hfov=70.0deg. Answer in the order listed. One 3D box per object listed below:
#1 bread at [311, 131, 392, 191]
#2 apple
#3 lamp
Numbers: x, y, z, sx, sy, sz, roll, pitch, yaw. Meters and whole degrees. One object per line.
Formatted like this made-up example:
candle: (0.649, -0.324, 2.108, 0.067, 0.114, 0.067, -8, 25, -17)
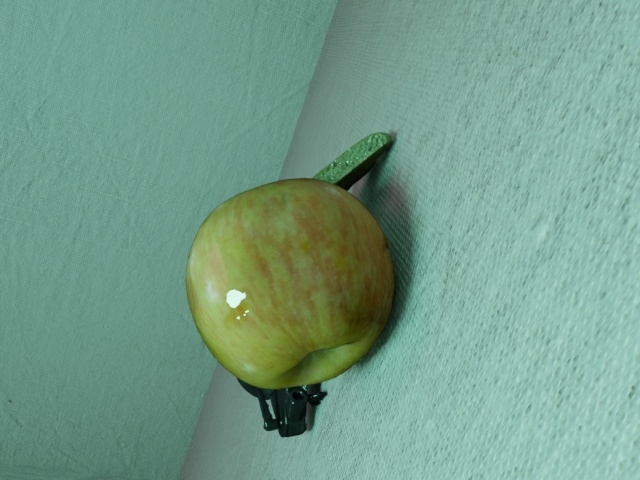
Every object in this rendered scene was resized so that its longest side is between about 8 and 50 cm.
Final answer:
bread: (0.042, -0.145, 1.078, 0.286, 0.056, 0.207, -38, -6, -20)
apple: (-0.051, 0.080, 0.846, 0.391, 0.391, 0.347, -55, 47, 49)
lamp: (-0.093, 0.252, 1.123, 0.374, 0.205, 0.272, 61, 141, 44)
